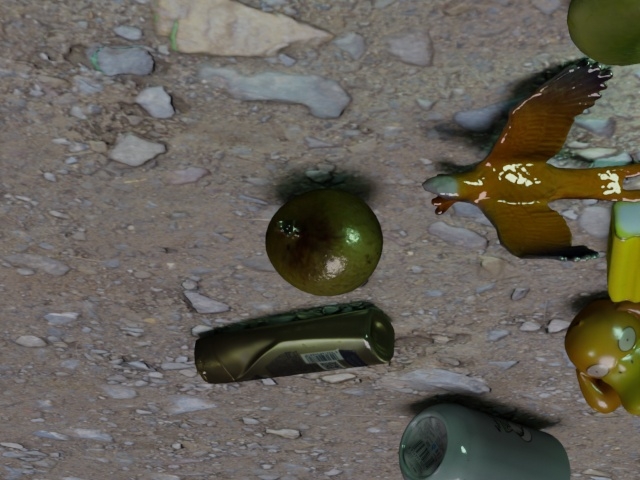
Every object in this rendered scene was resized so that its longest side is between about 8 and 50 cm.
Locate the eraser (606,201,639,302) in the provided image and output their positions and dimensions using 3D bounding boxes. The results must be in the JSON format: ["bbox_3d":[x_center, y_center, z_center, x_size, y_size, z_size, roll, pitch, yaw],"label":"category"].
[{"bbox_3d":[0.476,0.013,1.776,0.158,0.069,0.226,0,154,9],"label":"eraser"}]

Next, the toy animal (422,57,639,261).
[{"bbox_3d":[0.285,-0.084,1.587,0.302,0.225,0.284,-3,178,42],"label":"toy animal"}]

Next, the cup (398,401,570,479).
[{"bbox_3d":[0.315,0.440,2.530,0.312,0.205,0.205,23,148,-34],"label":"cup"}]

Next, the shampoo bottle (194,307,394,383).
[{"bbox_3d":[-0.053,0.182,2.164,0.350,0.084,0.125,-11,149,28],"label":"shampoo bottle"}]

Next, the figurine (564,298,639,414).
[{"bbox_3d":[0.501,0.192,2.037,0.215,0.215,0.228,-17,160,35],"label":"figurine"}]

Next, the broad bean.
[{"bbox_3d":[0.311,-0.229,1.271,0.124,0.082,0.174,7,153,-14],"label":"broad bean"}]

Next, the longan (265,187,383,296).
[{"bbox_3d":[0.000,0.000,1.703,0.155,0.145,0.176,-37,150,23],"label":"longan"}]
